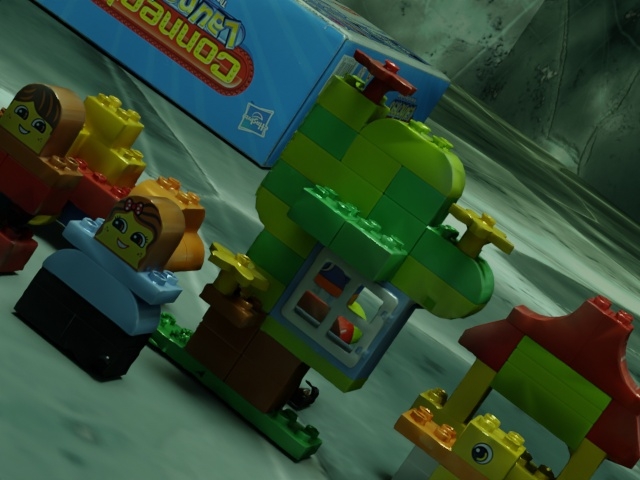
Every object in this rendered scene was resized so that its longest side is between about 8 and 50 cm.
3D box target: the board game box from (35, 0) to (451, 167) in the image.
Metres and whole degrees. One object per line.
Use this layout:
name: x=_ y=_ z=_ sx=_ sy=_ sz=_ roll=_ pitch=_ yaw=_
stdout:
board game box: x=-0.086 y=-0.162 z=1.011 sx=0.302 sy=0.086 sz=0.308 roll=36 pitch=10 yaw=12

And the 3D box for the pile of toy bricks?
pile of toy bricks: x=0.000 y=0.000 z=0.445 sx=0.212 sy=0.105 sz=0.118 roll=36 pitch=10 yaw=12
